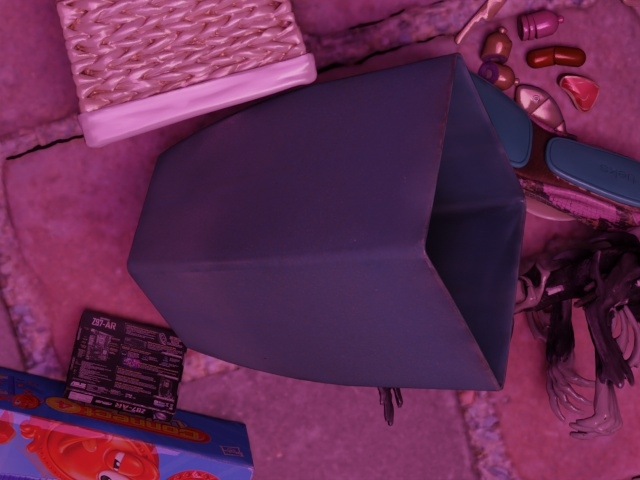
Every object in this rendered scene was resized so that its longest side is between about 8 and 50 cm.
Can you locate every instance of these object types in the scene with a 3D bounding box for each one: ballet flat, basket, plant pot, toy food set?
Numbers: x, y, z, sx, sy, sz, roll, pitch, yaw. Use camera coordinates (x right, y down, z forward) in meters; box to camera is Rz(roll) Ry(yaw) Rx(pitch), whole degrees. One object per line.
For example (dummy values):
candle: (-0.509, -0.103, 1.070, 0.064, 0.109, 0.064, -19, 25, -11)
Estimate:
ballet flat: (0.148, -0.056, 1.240, 0.221, 0.077, 0.079, 24, 140, -13)
basket: (-0.098, -0.142, 1.164, 0.167, 0.113, 0.103, -17, 104, -3)
plant pot: (0.000, 0.000, 1.151, 0.234, 0.166, 0.165, -6, 141, 23)
toy food set: (0.163, -0.130, 1.247, 0.122, 0.019, 0.078, 39, 97, -15)

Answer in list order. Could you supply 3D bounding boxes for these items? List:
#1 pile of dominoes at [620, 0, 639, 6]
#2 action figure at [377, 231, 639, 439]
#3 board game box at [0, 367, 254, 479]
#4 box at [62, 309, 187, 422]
pile of dominoes: (0.328, -0.262, 1.237, 0.251, 0.040, 0.196, 4, 104, -16)
action figure: (0.178, 0.074, 1.236, 0.275, 0.164, 0.141, -13, 87, 6)
board game box: (-0.236, 0.258, 1.265, 0.301, 0.086, 0.308, 14, 102, -10)
box: (-0.144, 0.094, 1.247, 0.083, 0.018, 0.067, 14, 58, -11)
